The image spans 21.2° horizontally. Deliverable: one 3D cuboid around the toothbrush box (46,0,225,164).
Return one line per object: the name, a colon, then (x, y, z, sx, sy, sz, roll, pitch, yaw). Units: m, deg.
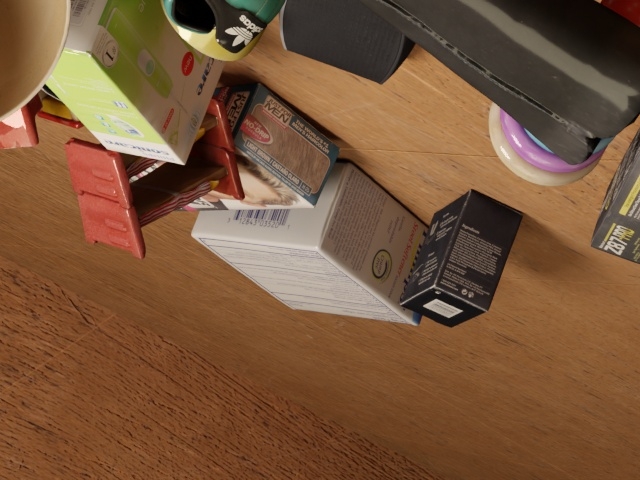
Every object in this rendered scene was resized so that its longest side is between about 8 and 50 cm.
toothbrush box: (-0.227, -0.248, 2.037, 0.122, 0.206, 0.283, 13, 161, 23)

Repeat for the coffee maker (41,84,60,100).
coffee maker: (-0.373, -0.279, 2.286, 0.178, 0.120, 0.171, 15, 153, 17)

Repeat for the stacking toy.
stacking toy: (0.290, -0.172, 1.812, 0.141, 0.141, 0.330, 22, 160, -5)

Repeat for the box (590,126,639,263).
box: (0.509, -0.033, 2.036, 0.318, 0.097, 0.395, 17, 163, 6)

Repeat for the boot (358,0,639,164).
boot: (0.123, -0.255, 1.545, 0.445, 0.146, 0.367, 38, 174, -2)

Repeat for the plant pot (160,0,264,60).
plant pot: (-0.101, -0.286, 1.944, 0.134, 0.134, 0.095, 29, 135, -25)

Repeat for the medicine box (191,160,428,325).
medicine box: (0.000, 0.000, 2.644, 0.263, 0.149, 0.289, 6, 158, 40)

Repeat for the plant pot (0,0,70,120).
plant pot: (-0.415, -0.273, 1.805, 0.284, 0.284, 0.191, 28, -165, -24)

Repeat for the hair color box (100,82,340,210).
hair color box: (-0.155, -0.129, 2.486, 0.174, 0.105, 0.347, 37, 157, -33)

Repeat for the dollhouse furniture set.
dollhouse furniture set: (-0.304, -0.122, 2.350, 0.374, 0.201, 0.152, 18, 128, 43)

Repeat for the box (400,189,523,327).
box: (0.203, 0.029, 2.477, 0.093, 0.158, 0.156, 24, 163, -10)

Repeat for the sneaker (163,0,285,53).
sneaker: (-0.143, -0.294, 1.799, 0.108, 0.121, 0.302, 29, -173, -43)

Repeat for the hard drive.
hard drive: (0.031, -0.260, 1.958, 0.172, 0.054, 0.255, 21, 163, 1)
